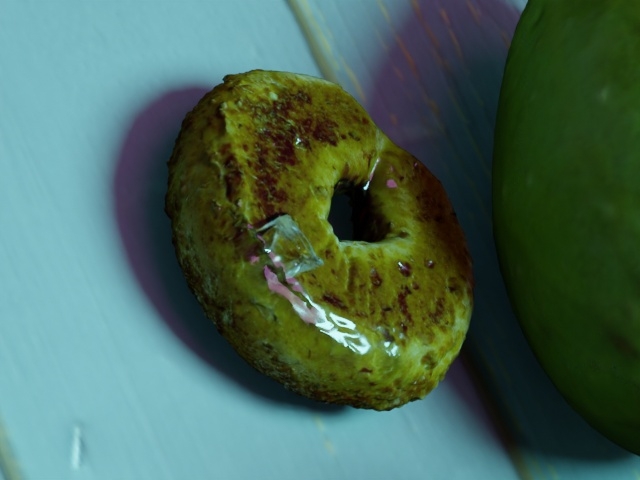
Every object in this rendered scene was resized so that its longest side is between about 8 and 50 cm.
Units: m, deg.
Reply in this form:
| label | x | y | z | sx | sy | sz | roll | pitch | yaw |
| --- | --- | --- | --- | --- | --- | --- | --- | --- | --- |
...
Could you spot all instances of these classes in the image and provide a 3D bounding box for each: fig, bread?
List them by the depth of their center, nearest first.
| label | x | y | z | sx | sy | sz | roll | pitch | yaw |
| --- | --- | --- | --- | --- | --- | --- | --- | --- | --- |
| bread | 0.000 | 0.000 | 0.870 | 0.193 | 0.064 | 0.193 | 24 | 47 | -29 |
| fig | 0.212 | -0.032 | 0.932 | 0.258 | 0.258 | 0.326 | 7 | 42 | -35 |
